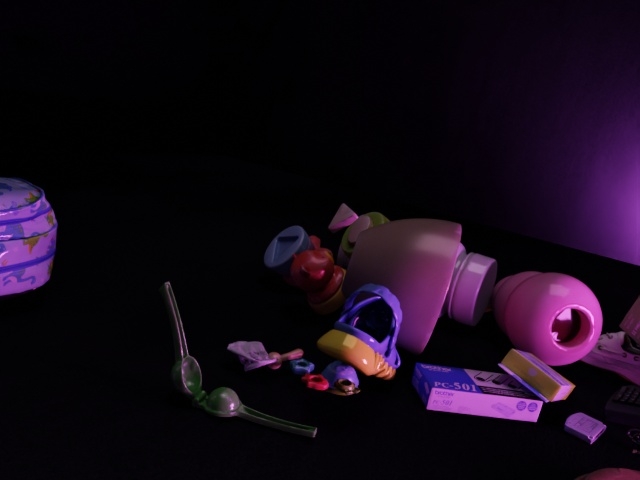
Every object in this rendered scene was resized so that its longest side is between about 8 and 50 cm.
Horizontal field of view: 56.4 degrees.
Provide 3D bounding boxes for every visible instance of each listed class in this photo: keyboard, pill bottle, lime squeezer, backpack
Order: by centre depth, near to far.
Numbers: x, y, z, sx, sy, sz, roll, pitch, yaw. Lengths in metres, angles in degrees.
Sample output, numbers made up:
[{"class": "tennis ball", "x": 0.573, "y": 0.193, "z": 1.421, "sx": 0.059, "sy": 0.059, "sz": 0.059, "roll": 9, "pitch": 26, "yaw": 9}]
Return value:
[{"class": "lime squeezer", "x": -0.149, "y": 0.206, "z": 0.885, "sx": 0.310, "sy": 0.110, "sz": 0.059, "roll": 44, "pitch": 0, "yaw": 4}, {"class": "keyboard", "x": 0.656, "y": 0.317, "z": 1.020, "sx": 0.317, "sy": 0.033, "sz": 0.202, "roll": -1, "pitch": 20, "yaw": 43}, {"class": "backpack", "x": -0.643, "y": 0.004, "z": 1.034, "sx": 0.290, "sy": 0.273, "sz": 0.356, "roll": 16, "pitch": 0, "yaw": 44}, {"class": "pill bottle", "x": 0.240, "y": 0.074, "z": 1.502, "sx": 0.361, "sy": 0.204, "sz": 0.204, "roll": 18, "pitch": 15, "yaw": 28}]

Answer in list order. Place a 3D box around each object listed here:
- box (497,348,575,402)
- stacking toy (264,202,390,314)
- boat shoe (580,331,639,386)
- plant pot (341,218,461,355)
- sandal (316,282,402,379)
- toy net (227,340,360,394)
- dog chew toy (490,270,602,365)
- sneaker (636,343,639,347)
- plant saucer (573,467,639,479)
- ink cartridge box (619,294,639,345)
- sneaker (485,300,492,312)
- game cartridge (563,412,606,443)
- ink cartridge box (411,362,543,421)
[{"class": "box", "x": 0.407, "y": 0.253, "z": 1.118, "sx": 0.109, "sy": 0.042, "sz": 0.178, "roll": 38, "pitch": 9, "yaw": 32}, {"class": "stacking toy", "x": 0.000, "y": 0.000, "z": 1.423, "sx": 0.130, "sy": 0.279, "sz": 0.309, "roll": 45, "pitch": -8, "yaw": -30}, {"class": "boat shoe", "x": 0.682, "y": 0.252, "z": 1.376, "sx": 0.277, "sy": 0.096, "sz": 0.098, "roll": 22, "pitch": 17, "yaw": 36}, {"class": "plant pot", "x": 0.152, "y": 0.073, "z": 1.233, "sx": 0.191, "sy": 0.284, "sz": 0.284, "roll": 18, "pitch": 14, "yaw": 6}, {"class": "sandal", "x": 0.093, "y": 0.159, "z": 1.036, "sx": 0.126, "sy": 0.138, "sz": 0.317, "roll": 26, "pitch": -7, "yaw": 13}, {"class": "toy net", "x": -0.049, "y": 0.223, "z": 1.006, "sx": 0.232, "sy": 0.045, "sz": 0.122, "roll": 11, "pitch": 15, "yaw": 3}, {"class": "dog chew toy", "x": 0.506, "y": 0.164, "z": 1.405, "sx": 0.207, "sy": 0.206, "sz": 0.332, "roll": 10, "pitch": 5, "yaw": -6}, {"class": "sneaker", "x": 0.932, "y": 0.281, "z": 1.476, "sx": 0.118, "sy": 0.110, "sz": 0.292, "roll": 17, "pitch": 12, "yaw": -19}, {"class": "plant saucer", "x": 0.460, "y": 0.386, "z": 0.778, "sx": 0.278, "sy": 0.041, "sz": 0.278, "roll": 10, "pitch": 14, "yaw": -3}, {"class": "ink cartridge box", "x": 0.821, "y": 0.249, "z": 1.207, "sx": 0.207, "sy": 0.119, "sz": 0.353, "roll": 4, "pitch": 32, "yaw": -24}, {"class": "sneaker", "x": 0.490, "y": 0.155, "z": 1.670, "sx": 0.186, "sy": 0.069, "sz": 0.084, "roll": 4, "pitch": 21, "yaw": -33}, {"class": "game cartridge", "x": 0.465, "y": 0.330, "z": 1.056, "sx": 0.056, "sy": 0.017, "sz": 0.083, "roll": 27, "pitch": 20, "yaw": 37}, {"class": "ink cartridge box", "x": 0.277, "y": 0.271, "z": 1.070, "sx": 0.207, "sy": 0.046, "sz": 0.097, "roll": 9, "pitch": 13, "yaw": -11}]
